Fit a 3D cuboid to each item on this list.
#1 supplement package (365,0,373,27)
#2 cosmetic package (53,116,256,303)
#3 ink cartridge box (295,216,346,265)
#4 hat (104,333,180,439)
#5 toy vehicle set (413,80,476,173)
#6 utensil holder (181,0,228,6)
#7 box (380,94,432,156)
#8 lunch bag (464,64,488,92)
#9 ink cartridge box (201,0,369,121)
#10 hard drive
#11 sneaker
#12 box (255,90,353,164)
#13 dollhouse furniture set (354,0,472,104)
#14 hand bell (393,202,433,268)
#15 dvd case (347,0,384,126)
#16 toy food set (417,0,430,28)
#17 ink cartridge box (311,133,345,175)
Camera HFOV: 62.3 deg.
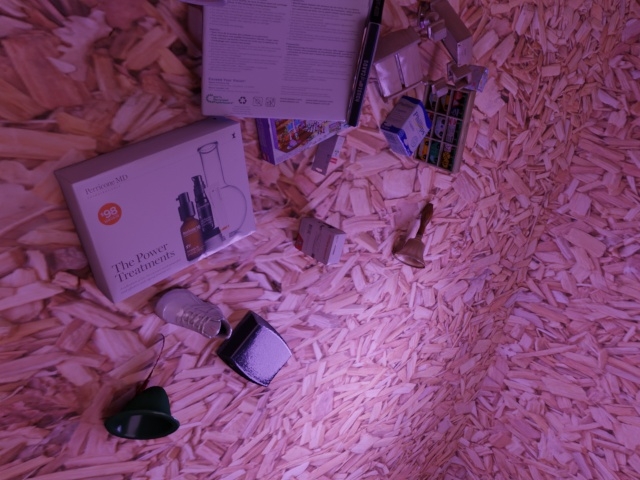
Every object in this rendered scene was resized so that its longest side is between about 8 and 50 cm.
[{"bbox_3d":[-0.001,-0.556,1.171,0.194,0.149,0.203,-40,138,-26],"label":"supplement package"},{"bbox_3d":[-0.328,-0.076,1.142,0.377,0.097,0.284,-31,130,-33],"label":"cosmetic package"},{"bbox_3d":[0.000,0.000,1.518,0.056,0.135,0.099,-5,116,-48],"label":"ink cartridge box"},{"bbox_3d":[-0.435,0.386,1.356,0.209,0.183,0.173,-24,137,19],"label":"hat"},{"bbox_3d":[0.397,-0.367,1.715,0.035,0.166,0.266,-20,125,-41],"label":"toy vehicle set"},{"bbox_3d":[-0.251,-0.579,0.741,0.328,0.328,0.385,-1,111,-48],"label":"utensil holder"},{"bbox_3d":[0.270,-0.356,1.656,0.137,0.072,0.126,-55,142,-9],"label":"box"},{"bbox_3d":[0.536,-0.561,1.831,0.053,0.071,0.083,-3,113,-50],"label":"lunch bag"},{"bbox_3d":[-0.077,-0.409,1.083,0.324,0.071,0.330,0,128,-15],"label":"ink cartridge box"},{"bbox_3d":[-0.184,0.335,1.579,0.172,0.054,0.254,-50,140,-15],"label":"hard drive"},{"bbox_3d":[-0.300,0.190,1.312,0.232,0.115,0.090,28,90,-52],"label":"sneaker"},{"bbox_3d":[-0.035,-0.341,1.337,0.293,0.057,0.200,-33,134,-31],"label":"box"},{"bbox_3d":[0.238,-0.523,1.537,0.356,0.173,0.303,-25,154,6],"label":"dollhouse furniture set"},{"bbox_3d":[0.370,-0.029,1.966,0.126,0.126,0.242,42,67,-51],"label":"hand bell"},{"bbox_3d":[0.101,-0.400,1.179,0.179,0.030,0.238,-79,-179,-47],"label":"dvd case"},{"bbox_3d":[0.316,-0.666,1.564,0.122,0.019,0.077,-26,130,-41],"label":"toy food set"},{"bbox_3d":[0.020,-0.238,1.455,0.029,0.063,0.115,5,109,-47],"label":"ink cartridge box"}]
